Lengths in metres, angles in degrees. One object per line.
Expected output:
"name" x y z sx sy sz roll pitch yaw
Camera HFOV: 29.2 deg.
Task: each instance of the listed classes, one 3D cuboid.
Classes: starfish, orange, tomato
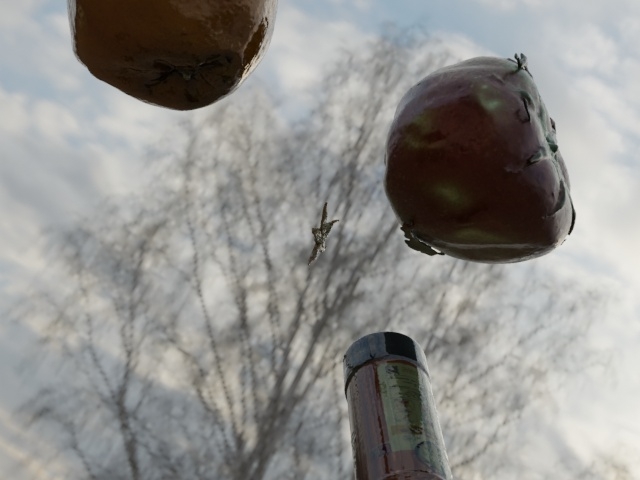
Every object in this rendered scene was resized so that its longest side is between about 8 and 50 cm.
"starfish" 0.000 0.000 1.565 0.016 0.086 0.092 19 -19 13
"orange" -0.166 -0.256 1.386 0.249 0.249 0.183 90 -20 -58
"tomato" 0.213 -0.099 1.702 0.239 0.303 0.303 -17 -42 18

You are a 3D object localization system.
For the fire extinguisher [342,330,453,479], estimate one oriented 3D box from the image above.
"fire extinguisher" 0.121 0.276 1.469 0.200 0.376 0.113 26 -62 -18
